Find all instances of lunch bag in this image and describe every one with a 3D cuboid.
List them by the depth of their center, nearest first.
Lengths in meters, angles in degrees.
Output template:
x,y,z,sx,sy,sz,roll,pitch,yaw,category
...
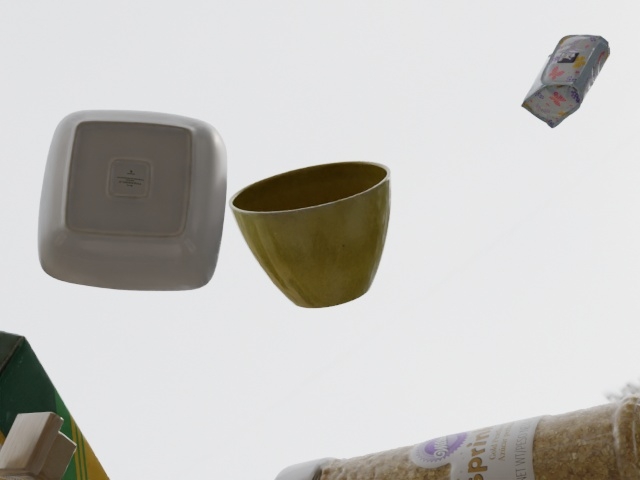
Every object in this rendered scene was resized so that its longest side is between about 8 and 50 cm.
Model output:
x,y,z,sx,sy,sz,roll,pitch,yaw,category
0.240,-0.159,1.492,0.053,0.083,0.071,36,-114,-9,lunch bag

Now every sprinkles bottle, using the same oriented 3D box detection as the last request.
x,y,z,sx,sy,sz,roll,pitch,yaw,category
0.129,0.225,1.342,0.355,0.121,0.121,-16,-61,27,sprinkles bottle

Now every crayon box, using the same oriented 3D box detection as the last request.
x,y,z,sx,sy,sz,roll,pitch,yaw,category
-0.318,0.198,1.452,0.083,0.203,0.323,-61,-32,-34,crayon box

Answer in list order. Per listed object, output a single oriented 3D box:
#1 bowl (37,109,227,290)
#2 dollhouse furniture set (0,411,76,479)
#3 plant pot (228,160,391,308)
x,y,z,sx,sy,sz,roll,pitch,yaw,category
-0.143,-0.037,1.164,0.142,0.053,0.142,4,-110,0,bowl
-0.192,0.218,0.897,0.174,0.303,0.356,45,-129,-35,dollhouse furniture set
0.000,0.000,1.262,0.134,0.134,0.095,-15,-74,-11,plant pot
